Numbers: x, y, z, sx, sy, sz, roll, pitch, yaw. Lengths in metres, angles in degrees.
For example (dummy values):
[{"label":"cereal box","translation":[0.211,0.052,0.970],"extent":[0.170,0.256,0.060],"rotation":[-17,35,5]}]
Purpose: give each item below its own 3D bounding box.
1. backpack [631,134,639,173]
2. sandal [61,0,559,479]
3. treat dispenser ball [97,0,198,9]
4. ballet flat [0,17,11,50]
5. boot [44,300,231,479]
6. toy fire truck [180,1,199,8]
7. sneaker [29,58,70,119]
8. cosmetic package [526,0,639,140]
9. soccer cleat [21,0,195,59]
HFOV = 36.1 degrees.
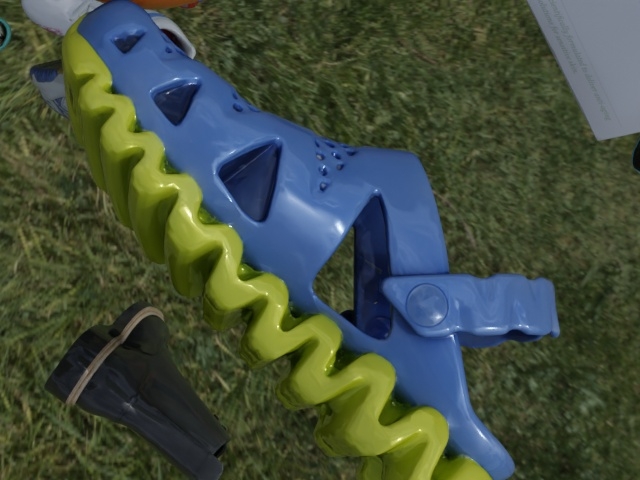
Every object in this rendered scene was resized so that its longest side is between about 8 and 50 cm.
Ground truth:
[{"label":"backpack","translation":[0.539,-0.163,1.347],"extent":[0.144,0.166,0.188],"rotation":[-32,139,-32]},{"label":"sandal","translation":[0.000,0.000,0.495],"extent":[0.138,0.126,0.317],"rotation":[-44,95,-14]},{"label":"treat dispenser ball","translation":[-0.155,-0.348,0.853],"extent":[0.288,0.288,0.288],"rotation":[-3,104,-12]},{"label":"ballet flat","translation":[-0.640,-0.330,1.680],"extent":[0.247,0.087,0.083],"rotation":[-32,103,-31]},{"label":"boot","translation":[-0.121,0.122,0.765],"extent":[0.137,0.198,0.076],"rotation":[35,101,2]},{"label":"toy fire truck","translation":[-0.145,-0.402,1.461],"extent":[0.135,0.192,0.047],"rotation":[23,143,6]},{"label":"sneaker","translation":[-0.194,-0.111,0.929],"extent":[0.112,0.296,0.130],"rotation":[-21,112,-19]},{"label":"cosmetic package","translation":[0.327,-0.298,0.960],"extent":[0.155,0.365,0.197],"rotation":[-10,132,35]},{"label":"soccer cleat","translation":[-0.370,-0.392,1.782],"extent":[0.331,0.143,0.116],"rotation":[10,111,-43]}]
